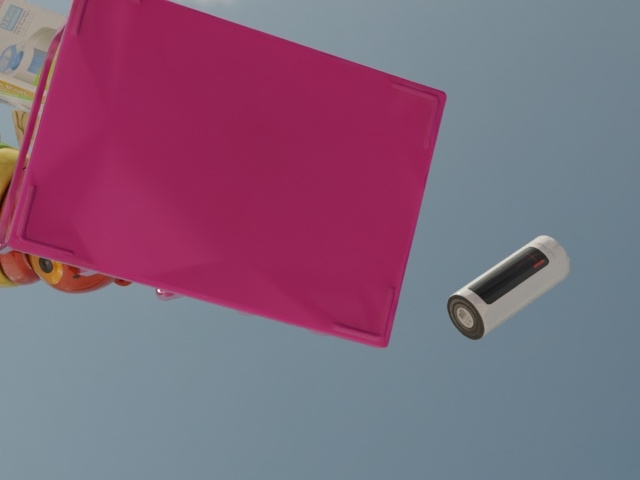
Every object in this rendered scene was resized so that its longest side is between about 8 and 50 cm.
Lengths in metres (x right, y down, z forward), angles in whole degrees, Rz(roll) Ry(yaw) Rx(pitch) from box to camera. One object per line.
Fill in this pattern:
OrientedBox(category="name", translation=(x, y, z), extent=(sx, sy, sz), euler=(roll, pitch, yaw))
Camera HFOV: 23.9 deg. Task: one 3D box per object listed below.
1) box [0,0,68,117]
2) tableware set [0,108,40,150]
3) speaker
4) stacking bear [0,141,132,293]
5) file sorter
OrientedBox(category="box", translation=(-0.387, -0.238, 1.939), extent=(0.203, 0.114, 0.103), euler=(21, -16, 7))
OrientedBox(category="tableware set", translation=(-0.415, -0.113, 2.062), extent=(0.168, 0.020, 0.141), euler=(-12, -78, 32))
OrientedBox(category="speaker", translation=(0.198, 0.048, 1.573), extent=(0.055, 0.136, 0.055), euler=(38, -35, 33))
OrientedBox(category="stacking bear", translation=(-0.315, -0.019, 1.483), extent=(0.289, 0.164, 0.175), euler=(10, -65, 20))
OrientedBox(category="file sorter", translation=(-0.088, -0.049, 1.179), extent=(0.290, 0.202, 0.182), euler=(16, -8, -17))
